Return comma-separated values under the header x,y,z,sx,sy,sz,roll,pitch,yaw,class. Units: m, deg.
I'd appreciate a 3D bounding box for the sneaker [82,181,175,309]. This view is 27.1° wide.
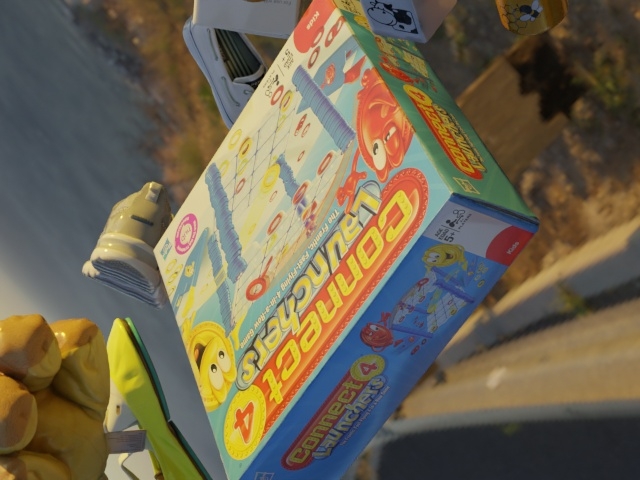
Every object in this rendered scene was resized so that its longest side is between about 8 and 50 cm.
x,y,z,sx,sy,sz,roll,pitch,yaw,class
-0.200,0.005,1.519,0.105,0.115,0.281,26,168,-9,sneaker

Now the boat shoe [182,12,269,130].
x,y,z,sx,sy,sz,roll,pitch,yaw,class
-0.102,-0.207,1.764,0.226,0.083,0.076,53,152,-13,boat shoe

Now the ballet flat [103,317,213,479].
x,y,z,sx,sy,sz,roll,pitch,yaw,class
-0.177,0.190,1.334,0.231,0.077,0.077,67,167,-22,ballet flat

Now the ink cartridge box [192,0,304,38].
x,y,z,sx,sy,sz,roll,pitch,yaw,class
-0.064,-0.382,1.428,0.207,0.117,0.283,-85,1,-65,ink cartridge box

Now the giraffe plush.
x,y,z,sx,sy,sz,roll,pitch,yaw,class
-0.272,0.153,1.121,0.171,0.181,0.210,0,158,23,giraffe plush

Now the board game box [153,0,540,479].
x,y,z,sx,sy,sz,roll,pitch,yaw,class
0.000,0.000,1.084,0.086,0.308,0.302,19,-152,-32,board game box

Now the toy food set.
x,y,z,sx,sy,sz,roll,pitch,yaw,class
0.040,-0.198,0.783,0.232,0.111,0.104,17,149,35,toy food set
